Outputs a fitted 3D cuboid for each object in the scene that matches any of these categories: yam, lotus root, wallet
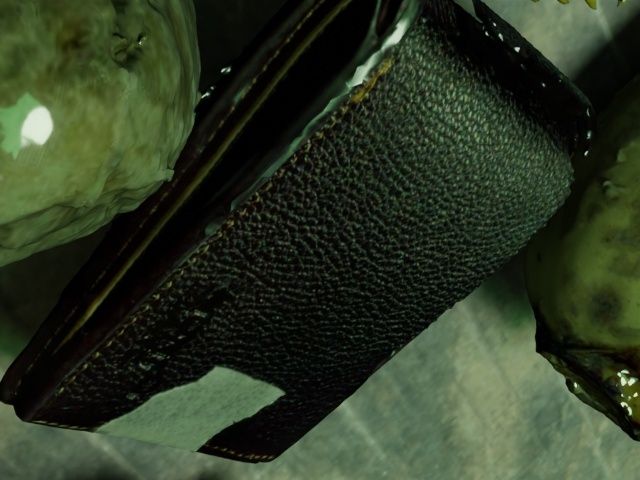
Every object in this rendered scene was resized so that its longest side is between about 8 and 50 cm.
[{"bbox_3d":[-0.102,-0.055,0.516,0.133,0.330,0.133,-1,100,-7],"label":"yam"},{"bbox_3d":[0.233,-0.039,0.875,0.309,0.173,0.173,-48,137,-1],"label":"lotus root"},{"bbox_3d":[0.000,0.000,0.747,0.262,0.071,0.221,-47,153,11],"label":"wallet"}]

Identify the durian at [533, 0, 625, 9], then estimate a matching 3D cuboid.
[{"bbox_3d":[0.118,-0.201,0.660,0.237,0.193,0.138,-24,-174,35],"label":"durian"}]
